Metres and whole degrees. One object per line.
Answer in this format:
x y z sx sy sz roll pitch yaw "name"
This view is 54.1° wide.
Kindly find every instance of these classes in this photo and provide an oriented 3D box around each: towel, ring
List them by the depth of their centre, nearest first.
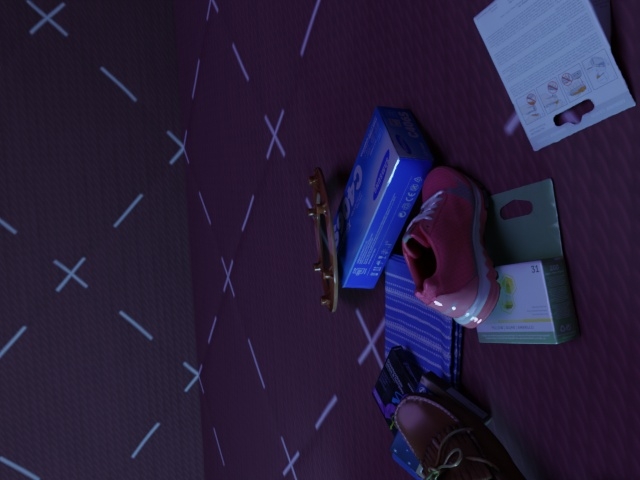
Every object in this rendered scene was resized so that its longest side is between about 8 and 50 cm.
0.188 0.200 1.233 0.243 0.040 0.336 20 113 62 "towel"
0.000 0.000 1.445 0.336 0.032 0.337 175 90 -84 "ring"

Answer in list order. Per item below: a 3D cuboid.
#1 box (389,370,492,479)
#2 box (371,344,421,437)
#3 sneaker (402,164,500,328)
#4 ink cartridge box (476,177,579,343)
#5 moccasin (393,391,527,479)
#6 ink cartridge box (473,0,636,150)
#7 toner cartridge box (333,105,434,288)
0.209 0.369 1.152 0.136 0.036 0.226 34 121 31 "box"
0.157 0.307 1.267 0.116 0.029 0.162 -120 34 -41 "box"
0.193 -0.017 1.008 0.116 0.136 0.314 -50 31 42 "sneaker"
0.299 0.038 0.969 0.171 0.056 0.235 -17 82 63 "ink cartridge box"
0.233 0.391 0.980 0.139 0.146 0.380 -55 46 23 "moccasin"
0.329 -0.262 0.874 0.225 0.056 0.181 63 152 0 "ink cartridge box"
0.109 -0.077 1.260 0.165 0.075 0.348 -106 26 -44 "toner cartridge box"
